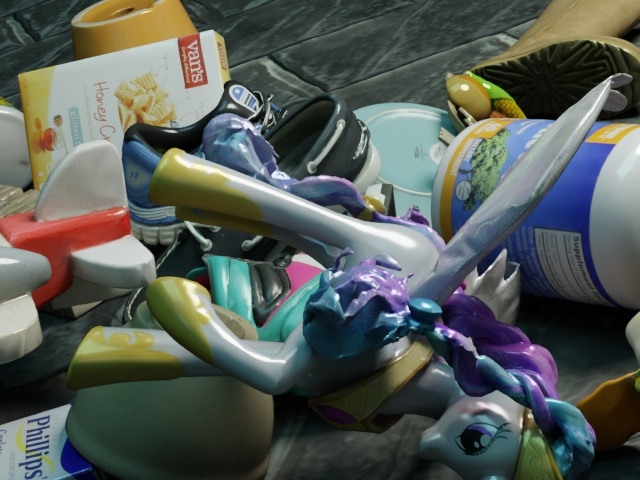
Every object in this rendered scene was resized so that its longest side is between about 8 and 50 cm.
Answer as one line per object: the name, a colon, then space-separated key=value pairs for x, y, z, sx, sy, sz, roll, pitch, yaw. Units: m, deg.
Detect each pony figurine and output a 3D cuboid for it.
pony figurine: x=0.052 y=0.038 z=1.293 sx=0.363 sy=0.303 sz=0.351 roll=21 pitch=47 yaw=9

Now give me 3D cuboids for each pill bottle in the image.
pill bottle: x=0.236 y=-0.022 z=1.490 sx=0.272 sy=0.152 sz=0.152 roll=6 pitch=31 yaw=46
pill bottle: x=-0.427 y=-0.128 z=2.258 sx=0.117 sy=0.118 sz=0.208 roll=-24 pitch=23 yaw=-17

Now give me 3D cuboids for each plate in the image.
plate: x=0.095 y=-0.080 z=1.776 sx=0.188 sy=0.024 sz=0.188 roll=6 pitch=43 yaw=-6

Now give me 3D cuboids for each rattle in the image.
rattle: x=0.252 y=0.151 z=1.207 sx=0.143 sy=0.130 sz=0.200 roll=-38 pitch=56 yaw=9

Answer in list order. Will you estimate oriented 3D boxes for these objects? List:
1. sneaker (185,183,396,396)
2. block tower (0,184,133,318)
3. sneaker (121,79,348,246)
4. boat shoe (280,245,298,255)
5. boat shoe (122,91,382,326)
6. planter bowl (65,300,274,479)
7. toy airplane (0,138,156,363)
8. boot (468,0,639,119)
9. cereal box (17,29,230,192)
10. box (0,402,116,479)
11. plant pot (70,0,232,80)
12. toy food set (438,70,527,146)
sneaker: x=-0.025 y=0.043 z=1.579 sx=0.178 sy=0.124 sz=0.295 roll=-2 pitch=26 yaw=10
block tower: x=-0.326 y=0.004 z=1.913 sx=0.097 sy=0.091 sz=0.335 roll=-34 pitch=27 yaw=-35
sneaker: x=-0.050 y=-0.088 z=1.847 sx=0.330 sy=0.147 sz=0.130 roll=-8 pitch=23 yaw=4
boat shoe: x=0.000 y=0.000 z=1.742 sx=0.135 sy=0.050 sz=0.045 roll=0 pitch=22 yaw=36
boat shoe: x=-0.079 y=-0.020 z=1.692 sx=0.302 sy=0.091 sz=0.114 roll=-45 pitch=42 yaw=-13
planter bowl: x=-0.105 y=0.110 z=1.395 sx=0.162 sy=0.109 sz=0.162 roll=14 pitch=19 yaw=-5
toy airplane: x=-0.343 y=0.011 z=1.597 sx=0.386 sy=0.272 sz=0.384 roll=-13 pitch=29 yaw=31
boot: x=0.306 y=-0.226 z=2.010 sx=0.236 sy=0.089 sz=0.269 roll=1 pitch=27 yaw=37
cereal box: x=-0.213 y=-0.128 z=2.041 sx=0.240 sy=0.173 sz=0.047 roll=-12 pitch=-9 yaw=13
box: x=-0.232 y=0.197 z=1.415 sx=0.137 sy=0.072 sz=0.126 roll=-17 pitch=23 yaw=-2
plant pot: x=-0.207 y=-0.194 z=2.161 sx=0.205 sy=0.188 sz=0.205 roll=-14 pitch=22 yaw=6
toy food set: x=0.176 y=-0.114 z=1.799 sx=0.038 sy=0.132 sz=0.192 roll=-50 pitch=11 yaw=23
